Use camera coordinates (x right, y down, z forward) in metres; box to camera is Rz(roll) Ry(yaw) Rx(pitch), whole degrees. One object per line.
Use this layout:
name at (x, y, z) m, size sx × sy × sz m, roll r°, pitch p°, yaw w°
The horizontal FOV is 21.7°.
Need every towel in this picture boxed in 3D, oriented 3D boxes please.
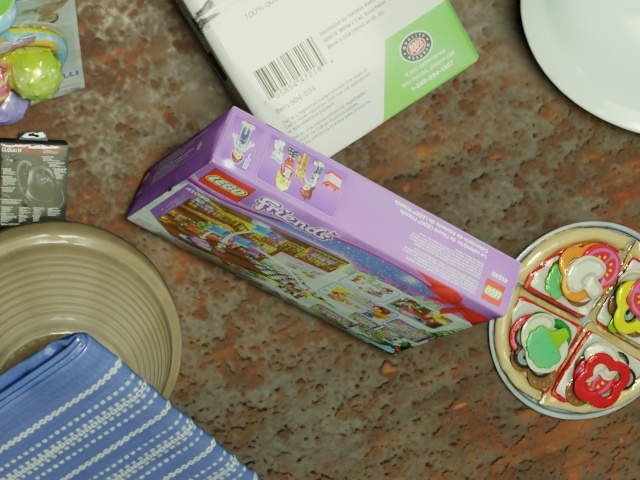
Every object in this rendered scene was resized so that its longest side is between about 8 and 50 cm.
towel at (-0.207, 0.218, 1.449) m, size 0.243 × 0.040 × 0.336 m, roll -33°, pitch 136°, yaw 9°

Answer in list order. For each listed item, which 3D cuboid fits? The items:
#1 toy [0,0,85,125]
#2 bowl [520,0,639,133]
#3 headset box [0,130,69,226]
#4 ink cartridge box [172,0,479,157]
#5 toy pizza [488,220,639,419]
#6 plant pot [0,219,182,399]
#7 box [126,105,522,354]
toy at (-0.256, -0.137, 1.350) m, size 0.136 × 0.237 × 0.056 m, roll -15°, pitch 70°, yaw -10°
bowl at (0.335, -0.238, 1.495) m, size 0.297 × 0.134 × 0.298 m, roll 9°, pitch 138°, yaw 9°
headset box at (-0.254, -0.055, 1.470) m, size 0.062 × 0.032 × 0.083 m, roll 1°, pitch 101°, yaw -15°
ink cartridge box at (-0.021, -0.225, 1.447) m, size 0.198 × 0.115 × 0.273 m, roll -33°, pitch 109°, yaw -6°
toy pizza at (0.262, 0.081, 1.632) m, size 0.201 × 0.032 × 0.201 m, roll -3°, pitch 103°, yaw -13°
plant pot at (-0.232, 0.110, 1.458) m, size 0.237 × 0.110 × 0.237 m, roll -5°, pitch 111°, yaw -12°
box at (0.000, 0.000, 1.460) m, size 0.293 × 0.201 × 0.057 m, roll 28°, pitch 66°, yaw -19°
